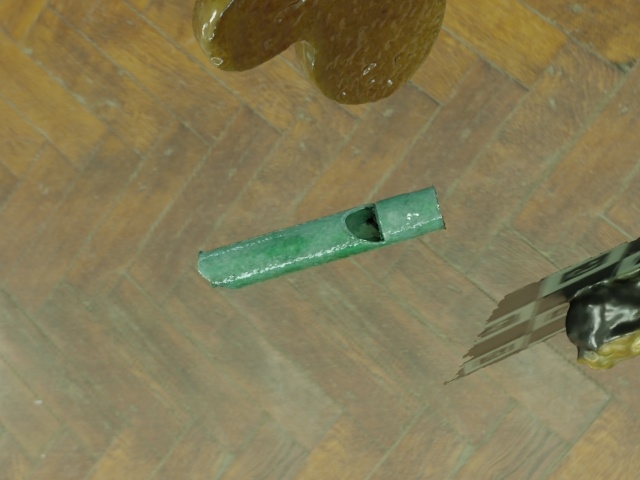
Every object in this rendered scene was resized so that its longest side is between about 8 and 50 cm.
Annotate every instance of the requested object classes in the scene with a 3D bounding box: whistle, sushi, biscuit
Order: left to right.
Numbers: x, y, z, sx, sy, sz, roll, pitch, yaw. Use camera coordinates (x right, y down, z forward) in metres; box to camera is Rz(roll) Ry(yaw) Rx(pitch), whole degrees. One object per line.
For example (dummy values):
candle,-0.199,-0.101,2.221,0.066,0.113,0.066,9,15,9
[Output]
biscuit,-0.002,-0.258,0.732,0.283,0.432,0.064,-42,58,-4
whistle,0.000,0.000,0.713,0.186,0.039,0.039,-16,80,7
sushi,0.149,0.017,0.371,0.201,0.139,0.031,-23,72,-6
